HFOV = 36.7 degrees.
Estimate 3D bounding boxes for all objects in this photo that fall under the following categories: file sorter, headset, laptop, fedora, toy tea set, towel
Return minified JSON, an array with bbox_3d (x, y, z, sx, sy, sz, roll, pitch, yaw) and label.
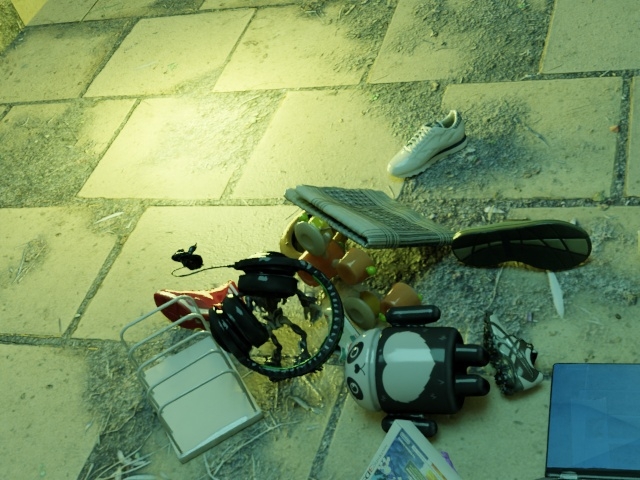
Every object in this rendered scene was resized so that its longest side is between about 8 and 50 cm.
[{"bbox_3d":[-0.281,0.280,2.024,0.193,0.173,0.277,-29,42,-10],"label":"file sorter"},{"bbox_3d":[-0.136,0.126,1.996,0.394,0.185,0.243,29,85,11],"label":"headset"},{"bbox_3d":[0.563,0.307,1.623,0.382,0.408,0.236,-3,77,20],"label":"laptop"},{"bbox_3d":[0.000,0.000,2.290,0.194,0.079,0.194,-13,48,15],"label":"fedora"},{"bbox_3d":[0.087,0.068,2.084,0.336,0.200,0.124,40,56,17],"label":"toy tea set"},{"bbox_3d":[0.118,-0.064,2.203,0.312,0.056,0.324,-2,24,-41],"label":"towel"}]

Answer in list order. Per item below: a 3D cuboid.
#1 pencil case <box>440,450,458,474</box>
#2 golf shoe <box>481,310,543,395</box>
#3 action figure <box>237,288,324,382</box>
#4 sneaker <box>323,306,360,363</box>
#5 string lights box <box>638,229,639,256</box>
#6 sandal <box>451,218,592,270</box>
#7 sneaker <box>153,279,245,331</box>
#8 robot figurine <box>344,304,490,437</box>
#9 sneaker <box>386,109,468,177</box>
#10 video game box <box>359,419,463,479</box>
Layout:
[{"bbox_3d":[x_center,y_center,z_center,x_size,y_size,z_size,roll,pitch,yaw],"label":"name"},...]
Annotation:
[{"bbox_3d":[0.244,0.466,1.675,0.088,0.086,0.206,-56,44,11],"label":"pencil case"},{"bbox_3d":[0.379,0.220,1.914,0.094,0.077,0.198,-9,48,-4],"label":"golf shoe"},{"bbox_3d":[-0.086,0.170,2.090,0.164,0.141,0.275,-22,61,12],"label":"action figure"},{"bbox_3d":[0.032,0.203,2.071,0.075,0.057,0.161,-26,43,-15],"label":"sneaker"},{"bbox_3d":[0.758,0.063,1.922,0.133,0.076,0.259,-20,41,-2],"label":"string lights box"},{"bbox_3d":[0.437,-0.006,2.103,0.303,0.120,0.086,2,31,24],"label":"sandal"},{"bbox_3d":[-0.272,0.143,2.257,0.221,0.087,0.128,21,45,22],"label":"sneaker"},{"bbox_3d":[0.184,0.251,1.868,0.278,0.173,0.209,-2,36,19],"label":"robot figurine"},{"bbox_3d":[0.262,-0.244,2.443,0.235,0.094,0.090,-33,44,-13],"label":"sneaker"},{"bbox_3d":[0.155,0.448,1.681,0.205,0.048,0.187,45,116,47],"label":"video game box"}]
